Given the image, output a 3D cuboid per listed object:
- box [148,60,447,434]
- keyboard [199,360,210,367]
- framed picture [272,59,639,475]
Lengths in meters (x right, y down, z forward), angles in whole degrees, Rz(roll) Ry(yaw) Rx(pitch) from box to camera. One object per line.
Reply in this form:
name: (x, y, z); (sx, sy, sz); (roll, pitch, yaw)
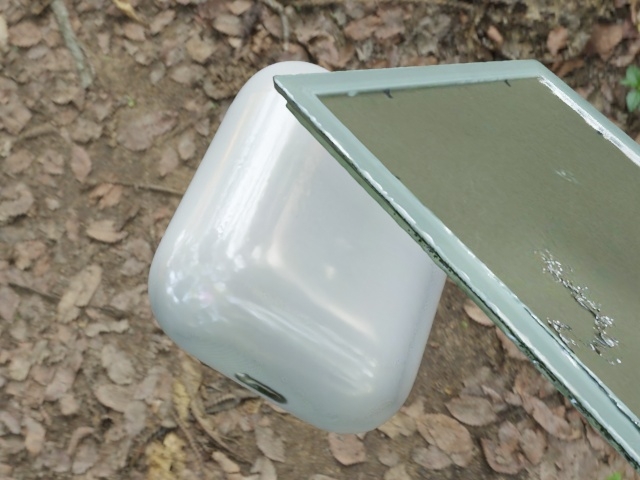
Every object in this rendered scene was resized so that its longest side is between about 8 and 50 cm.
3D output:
box: (-0.001, 0.000, 0.936); (0.289, 0.141, 0.349); (33, 56, -16)
keyboard: (-0.144, 0.075, 1.068); (0.016, 0.262, 0.106); (-30, 76, -23)
framed picture: (0.131, 0.008, 0.403); (0.273, 0.216, 0.016); (49, 129, 26)
